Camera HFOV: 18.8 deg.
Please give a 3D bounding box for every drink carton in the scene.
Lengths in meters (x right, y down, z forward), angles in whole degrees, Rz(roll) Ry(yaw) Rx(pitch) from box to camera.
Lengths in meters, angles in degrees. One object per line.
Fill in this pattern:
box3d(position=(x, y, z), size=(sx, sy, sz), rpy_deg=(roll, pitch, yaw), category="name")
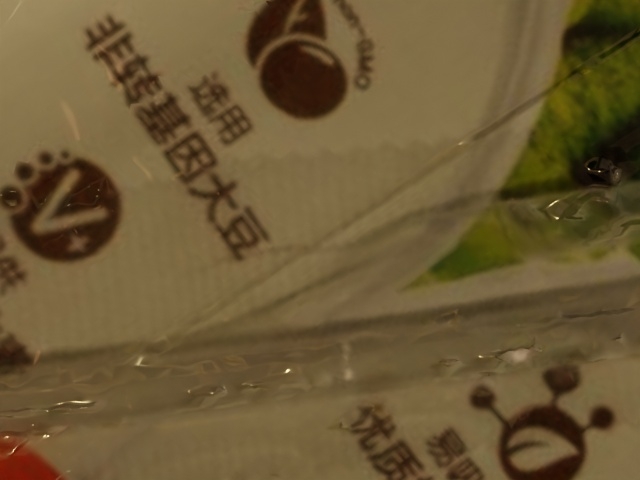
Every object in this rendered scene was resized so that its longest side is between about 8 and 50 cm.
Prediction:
box3d(position=(-0.001, 0.000, 0.440), size=(0.194, 0.324, 0.132), rpy_deg=(56, 4, -15), category="drink carton")
